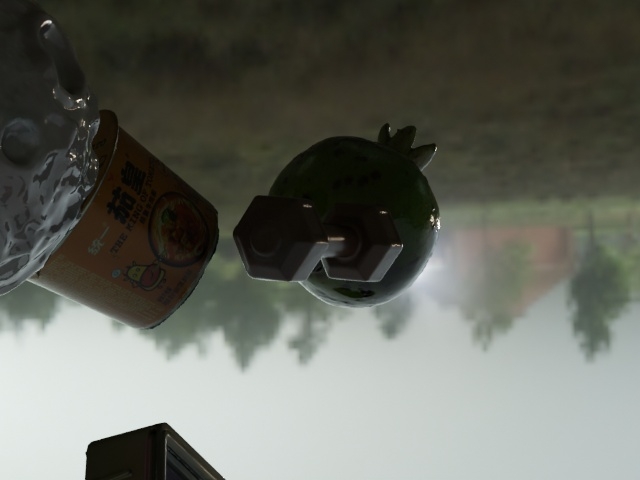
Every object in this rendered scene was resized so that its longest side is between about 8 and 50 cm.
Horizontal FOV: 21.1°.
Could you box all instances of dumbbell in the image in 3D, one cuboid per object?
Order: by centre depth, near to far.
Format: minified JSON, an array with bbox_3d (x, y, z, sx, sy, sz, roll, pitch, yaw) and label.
[{"bbox_3d":[0.000,0.000,1.728,0.082,0.092,0.231,-28,166,24],"label":"dumbbell"}]

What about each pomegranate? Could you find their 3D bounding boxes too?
[{"bbox_3d":[0.052,-0.037,2.028,0.211,0.211,0.263,-4,-148,42],"label":"pomegranate"}]

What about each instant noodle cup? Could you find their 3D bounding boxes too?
[{"bbox_3d":[-0.226,-0.012,1.888,0.172,0.216,0.215,34,160,-26],"label":"instant noodle cup"}]

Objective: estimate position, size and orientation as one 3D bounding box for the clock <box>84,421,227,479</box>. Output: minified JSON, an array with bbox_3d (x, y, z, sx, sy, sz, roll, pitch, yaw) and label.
[{"bbox_3d":[-0.120,0.256,1.323,0.071,0.192,0.147,-19,137,19],"label":"clock"}]

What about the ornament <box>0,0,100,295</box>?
[{"bbox_3d":[-0.365,-0.087,1.564,0.337,0.337,0.337,-3,179,0],"label":"ornament"}]
